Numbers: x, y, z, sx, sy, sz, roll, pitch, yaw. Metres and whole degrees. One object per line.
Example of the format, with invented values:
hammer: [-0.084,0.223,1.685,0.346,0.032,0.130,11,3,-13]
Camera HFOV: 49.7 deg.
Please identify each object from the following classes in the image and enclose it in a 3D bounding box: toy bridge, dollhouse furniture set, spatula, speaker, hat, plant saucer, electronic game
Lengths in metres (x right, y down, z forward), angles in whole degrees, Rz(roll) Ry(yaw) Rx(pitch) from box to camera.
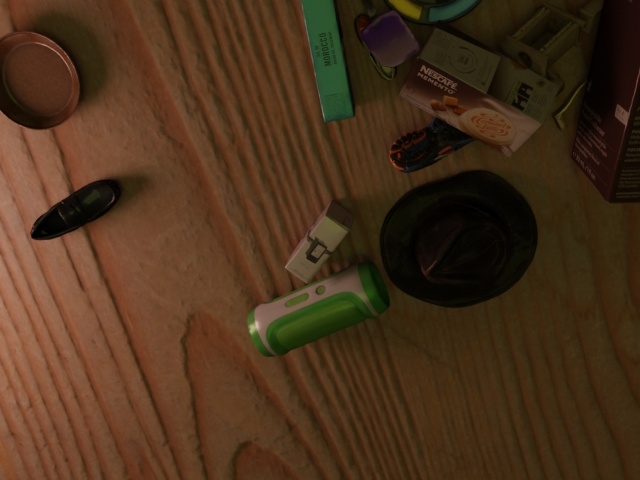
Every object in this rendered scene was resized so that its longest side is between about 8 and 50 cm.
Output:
toy bridge: [0.532,-0.286,1.320,0.188,0.026,0.063,-30,106,15]
dollhouse furniture set: [0.432,-0.359,1.293,0.182,0.161,0.101,-42,61,-13]
spatula: [0.074,-0.456,1.270,0.084,0.030,0.297,-31,93,21]
speaker: [-0.005,0.151,1.497,0.296,0.131,0.131,-24,108,14]
hat: [0.288,0.026,1.415,0.331,0.134,0.332,2,113,4]
plant saucer: [-0.579,-0.325,1.404,0.198,0.036,0.199,2,112,5]
electronic game: [0.206,-0.508,1.248,0.229,0.048,0.230,2,112,5]

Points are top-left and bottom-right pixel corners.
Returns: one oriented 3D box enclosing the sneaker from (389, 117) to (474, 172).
sneaker: [0.236,-0.200,1.362,0.221,0.087,0.083,-24,77,0]

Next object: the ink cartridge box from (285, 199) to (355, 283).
ink cartridge box: [0.000,0.000,1.443,0.063,0.109,0.150,35,111,-5]

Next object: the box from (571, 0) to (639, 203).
box: [0.563,-0.271,1.195,0.143,0.191,0.382,-1,122,-3]

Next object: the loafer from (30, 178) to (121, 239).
loafer: [-0.528,-0.059,1.485,0.223,0.078,0.076,-27,108,15]

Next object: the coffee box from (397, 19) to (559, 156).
coffee box: [0.283,-0.273,1.259,0.246,0.141,0.098,29,69,0]

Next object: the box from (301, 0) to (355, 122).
box: [0.016,-0.355,1.301,0.060,0.100,0.245,-9,112,7]

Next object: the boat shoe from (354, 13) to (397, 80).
boat shoe: [0.106,-0.368,1.318,0.049,0.043,0.137,-25,107,16]
